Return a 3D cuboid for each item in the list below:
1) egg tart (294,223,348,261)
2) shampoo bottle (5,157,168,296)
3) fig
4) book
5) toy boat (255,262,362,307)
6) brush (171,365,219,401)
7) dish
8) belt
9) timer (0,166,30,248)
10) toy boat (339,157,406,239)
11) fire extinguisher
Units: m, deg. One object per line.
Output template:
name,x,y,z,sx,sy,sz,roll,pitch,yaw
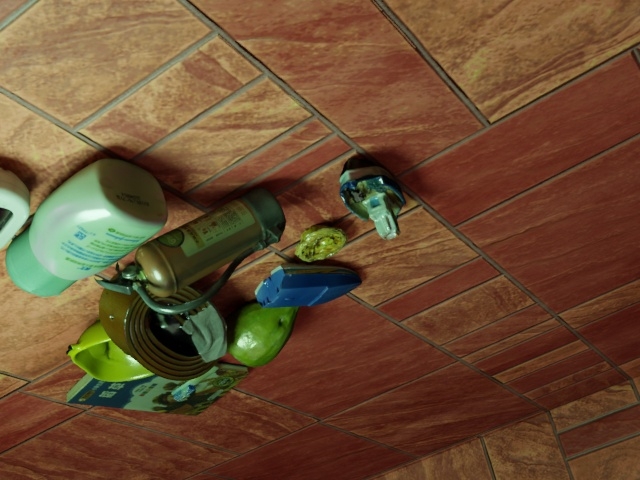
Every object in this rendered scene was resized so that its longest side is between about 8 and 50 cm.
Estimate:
egg tart,0.000,0.000,1.926,0.129,0.049,0.128,-14,150,-8
shampoo bottle,-0.470,-0.011,1.646,0.350,0.151,0.222,-33,155,28
fig,-0.143,0.231,2.131,0.234,0.167,0.167,-17,148,19
book,-0.456,0.406,2.403,0.428,0.039,0.300,14,139,-37
toy boat,-0.012,0.104,2.059,0.295,0.088,0.129,1,147,-40
brush,-0.350,0.398,2.368,0.178,0.030,0.033,-36,132,28
dish,-0.485,0.246,2.080,0.221,0.108,0.262,-21,148,13
belt,-0.352,0.189,1.942,0.217,0.122,0.338,-56,138,-11
timer,-0.676,-0.066,1.547,0.262,0.087,0.237,16,139,-38
toy boat,0.112,-0.080,1.775,0.114,0.115,0.262,-25,146,18
fire extinguisher,-0.231,0.025,1.640,0.376,0.200,0.113,-28,114,-25
